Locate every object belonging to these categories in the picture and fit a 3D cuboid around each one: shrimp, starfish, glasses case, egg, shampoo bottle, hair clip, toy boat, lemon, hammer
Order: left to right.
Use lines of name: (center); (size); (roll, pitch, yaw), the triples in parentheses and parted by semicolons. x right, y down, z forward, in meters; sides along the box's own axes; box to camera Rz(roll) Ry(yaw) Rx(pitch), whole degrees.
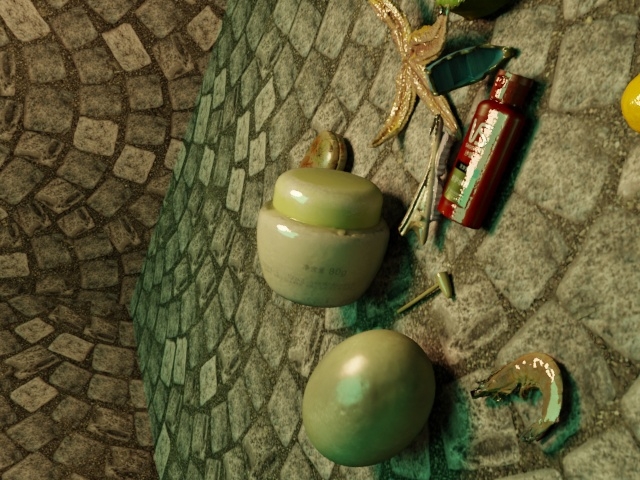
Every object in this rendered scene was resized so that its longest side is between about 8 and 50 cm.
glasses case: (-0.043, -0.136, 1.988); (0.425, 0.098, 0.156); (-59, 31, 35)
shampoo bottle: (0.004, -0.003, 1.633); (0.322, 0.323, 0.317); (37, 122, 59)
egg: (0.099, 0.339, 1.426); (0.352, 0.258, 0.258); (-56, 37, 32)
starfish: (0.199, -0.412, 1.575); (0.384, 0.132, 0.398); (-141, 52, -63)
hammer: (0.230, 0.136, 1.496); (0.195, 0.028, 0.060); (-46, 50, 51)
hair clip: (0.240, -0.136, 1.467); (0.106, 0.085, 0.292); (-68, -10, -80)
toy boat: (0.304, -0.356, 1.374); (0.077, 0.186, 0.075); (-129, 17, -65)
shampoo bottle: (0.332, -0.181, 1.342); (0.118, 0.076, 0.314); (51, 125, 59)
shrimp: (0.354, 0.289, 1.198); (0.219, 0.046, 0.152); (-37, 47, 51)
lemon: (0.512, -0.205, 0.989); (0.155, 0.114, 0.114); (-138, 61, -70)

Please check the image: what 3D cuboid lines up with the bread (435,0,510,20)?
bread: (0.364, -0.635, 1.368); (0.382, 0.129, 0.366); (54, 130, 52)
